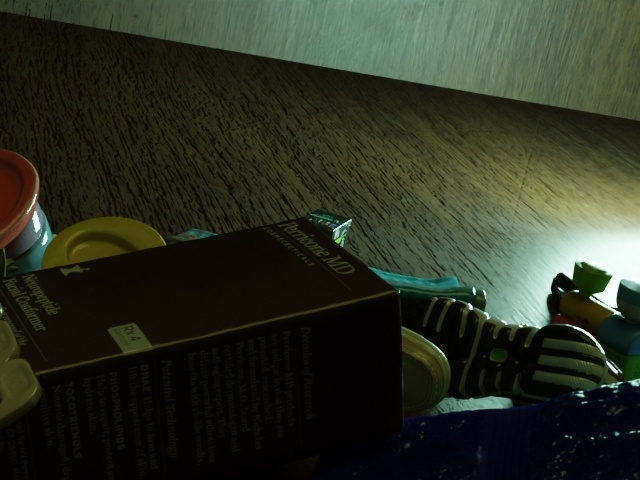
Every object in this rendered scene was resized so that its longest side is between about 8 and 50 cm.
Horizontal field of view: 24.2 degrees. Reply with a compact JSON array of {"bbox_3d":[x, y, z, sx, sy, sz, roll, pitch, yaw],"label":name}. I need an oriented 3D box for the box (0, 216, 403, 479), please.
[{"bbox_3d":[-0.142,0.104,1.192,0.381,0.143,0.191,-11,24,-23],"label":"box"}]

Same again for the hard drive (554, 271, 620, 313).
[{"bbox_3d":[0.383,0.076,1.976,0.094,0.022,0.135,5,17,-22],"label":"hard drive"}]

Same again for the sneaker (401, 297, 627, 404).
[{"bbox_3d":[0.209,0.146,1.607,0.281,0.106,0.162,12,-15,44],"label":"sneaker"}]

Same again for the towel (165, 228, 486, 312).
[{"bbox_3d":[0.004,0.035,1.786,0.370,0.040,0.271,12,1,-2],"label":"towel"}]

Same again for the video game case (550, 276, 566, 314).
[{"bbox_3d":[0.407,0.115,1.947,0.196,0.026,0.274,13,15,1],"label":"video game case"}]

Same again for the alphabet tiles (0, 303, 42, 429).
[{"bbox_3d":[-0.322,0.141,0.999,0.278,0.021,0.284,-32,35,-8],"label":"alphabet tiles"}]

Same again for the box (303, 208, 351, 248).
[{"bbox_3d":[0.000,0.000,1.965,0.052,0.062,0.083,17,17,14],"label":"box"}]

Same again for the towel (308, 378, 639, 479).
[{"bbox_3d":[0.129,0.184,1.167,0.308,0.076,0.227,-13,9,14],"label":"towel"}]

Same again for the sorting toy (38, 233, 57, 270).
[{"bbox_3d":[-0.322,0.034,1.647,0.208,0.038,0.193,1,19,-36],"label":"sorting toy"}]

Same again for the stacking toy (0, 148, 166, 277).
[{"bbox_3d":[-0.328,0.060,1.468,0.309,0.130,0.279,31,51,30],"label":"stacking toy"}]

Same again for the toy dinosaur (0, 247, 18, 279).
[{"bbox_3d":[-0.272,0.050,1.291,0.093,0.053,0.183,54,-10,-7],"label":"toy dinosaur"}]

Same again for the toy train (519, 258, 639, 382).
[{"bbox_3d":[0.299,0.085,1.747,0.105,0.143,0.248,2,19,-34],"label":"toy train"}]

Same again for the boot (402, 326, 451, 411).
[{"bbox_3d":[-0.023,0.128,1.440,0.262,0.095,0.203,16,16,20],"label":"boot"}]
